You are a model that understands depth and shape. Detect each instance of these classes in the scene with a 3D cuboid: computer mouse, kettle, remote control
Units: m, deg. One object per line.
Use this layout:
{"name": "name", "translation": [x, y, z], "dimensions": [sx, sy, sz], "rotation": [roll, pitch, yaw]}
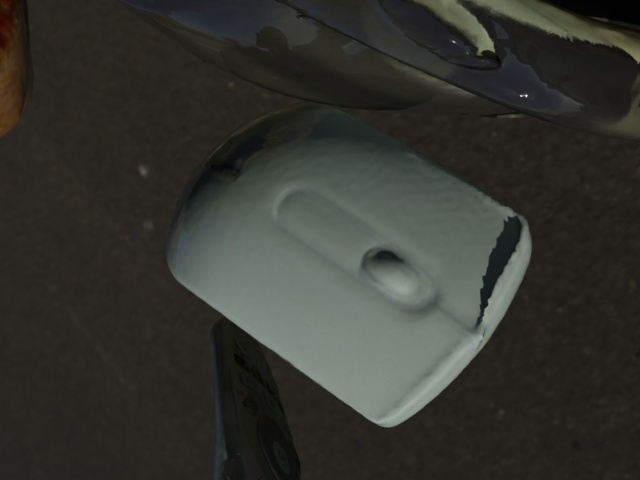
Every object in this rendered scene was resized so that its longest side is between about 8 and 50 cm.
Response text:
{"name": "computer mouse", "translation": [0.000, 0.000, 0.705], "dimensions": [0.231, 0.128, 0.079], "rotation": [26, 168, 48]}
{"name": "kettle", "translation": [0.045, -0.140, 0.603], "dimensions": [0.321, 0.324, 0.228], "rotation": [45, 121, 26]}
{"name": "remote control", "translation": [-0.039, 0.151, 0.842], "dimensions": [0.256, 0.045, 0.097], "rotation": [-98, -19, -47]}

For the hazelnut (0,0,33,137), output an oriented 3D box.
{"name": "hazelnut", "translation": [-0.245, -0.116, 0.851], "dimensions": [0.143, 0.143, 0.154], "rotation": [61, 172, 2]}
